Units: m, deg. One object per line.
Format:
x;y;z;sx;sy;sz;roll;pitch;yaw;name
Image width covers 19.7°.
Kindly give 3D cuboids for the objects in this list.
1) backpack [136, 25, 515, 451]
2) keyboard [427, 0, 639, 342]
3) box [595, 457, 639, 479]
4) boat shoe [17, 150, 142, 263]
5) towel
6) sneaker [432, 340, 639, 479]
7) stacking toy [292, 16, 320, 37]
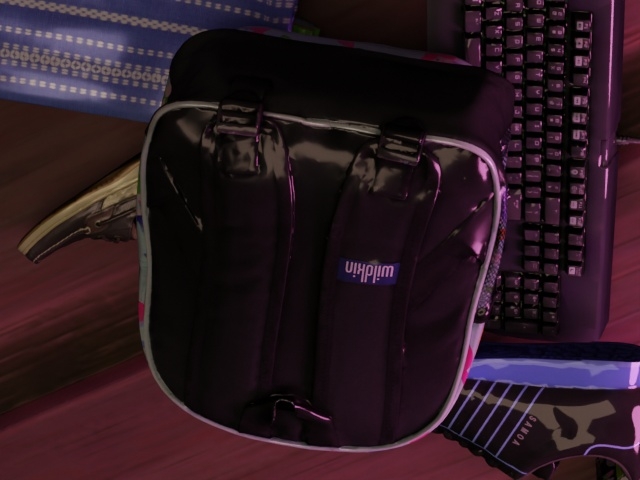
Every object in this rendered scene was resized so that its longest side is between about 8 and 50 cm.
0.000;0.000;1.135;0.225;0.191;0.253;8;120;4;backpack
0.169;-0.060;1.180;0.202;0.033;0.317;1;127;7;keyboard
0.238;0.154;1.274;0.052;0.062;0.083;44;107;-8;box
-0.139;-0.021;1.266;0.152;0.056;0.049;-32;96;15;boat shoe
-0.115;-0.229;1.135;0.243;0.040;0.336;9;114;-9;towel
0.112;0.115;1.250;0.232;0.081;0.090;2;100;21;sneaker
0.070;-0.188;1.191;0.221;0.052;0.167;15;114;8;stacking toy
